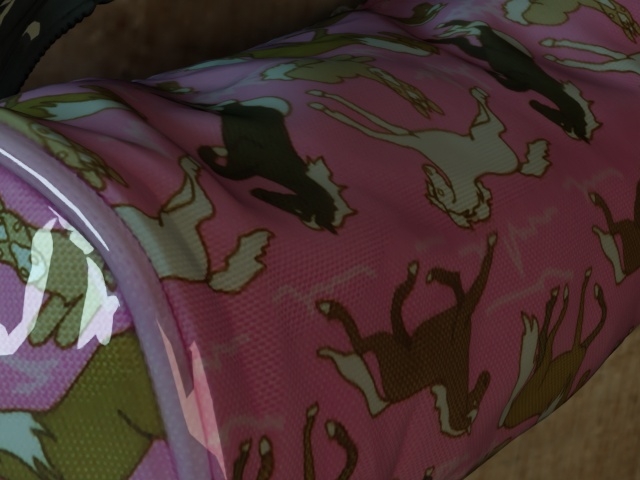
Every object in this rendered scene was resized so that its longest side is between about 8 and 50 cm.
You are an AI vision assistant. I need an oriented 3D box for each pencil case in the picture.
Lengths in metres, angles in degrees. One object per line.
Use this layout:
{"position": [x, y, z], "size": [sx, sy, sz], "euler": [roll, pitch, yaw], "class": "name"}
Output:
{"position": [0.000, 0.000, 0.576], "size": [0.386, 0.167, 0.160], "euler": [-27, 112, -56], "class": "pencil case"}

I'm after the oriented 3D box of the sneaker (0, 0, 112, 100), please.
{"position": [-0.144, -0.090, 0.586], "size": [0.130, 0.109, 0.286], "euler": [47, 72, -22], "class": "sneaker"}
